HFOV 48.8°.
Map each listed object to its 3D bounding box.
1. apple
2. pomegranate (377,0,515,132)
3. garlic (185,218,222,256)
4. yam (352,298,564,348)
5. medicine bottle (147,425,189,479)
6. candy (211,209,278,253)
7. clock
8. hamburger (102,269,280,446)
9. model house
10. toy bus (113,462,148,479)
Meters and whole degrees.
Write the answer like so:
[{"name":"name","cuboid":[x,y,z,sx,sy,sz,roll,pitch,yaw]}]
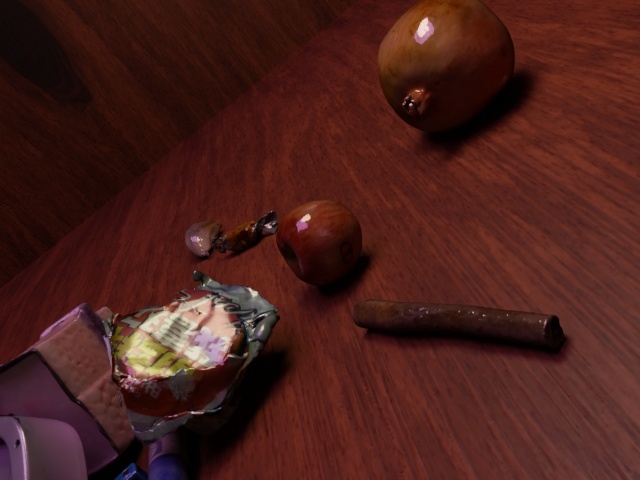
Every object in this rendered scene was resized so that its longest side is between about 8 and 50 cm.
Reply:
[{"name":"apple","cuboid":[0.000,0.000,1.169,0.131,0.146,0.146,-29,17,-22]},{"name":"pomegranate","cuboid":[0.221,-0.315,1.298,0.252,0.229,0.270,-9,43,53]},{"name":"garlic","cuboid":[-0.297,-0.006,1.740,0.084,0.066,0.152,-26,24,27]},{"name":"yam","cuboid":[0.153,0.099,0.872,0.327,0.045,0.045,-3,65,55]},{"name":"medicine bottle","cuboid":[-0.226,0.311,1.049,0.059,0.059,0.231,-39,22,2]},{"name":"candy","cuboid":[-0.169,-0.010,1.569,0.182,0.053,0.046,-26,27,25]},{"name":"clock","cuboid":[-0.481,0.417,1.023,0.338,0.102,0.338,-17,59,32]},{"name":"hamburger","cuboid":[-0.190,0.184,1.088,0.276,0.150,0.260,-26,40,-25]},{"name":"model house","cuboid":[-0.412,0.252,1.239,0.202,0.237,0.237,-35,7,30]},{"name":"toy bus","cuboid":[-0.296,0.377,1.053,0.083,0.046,0.038,-43,22,-10]}]
